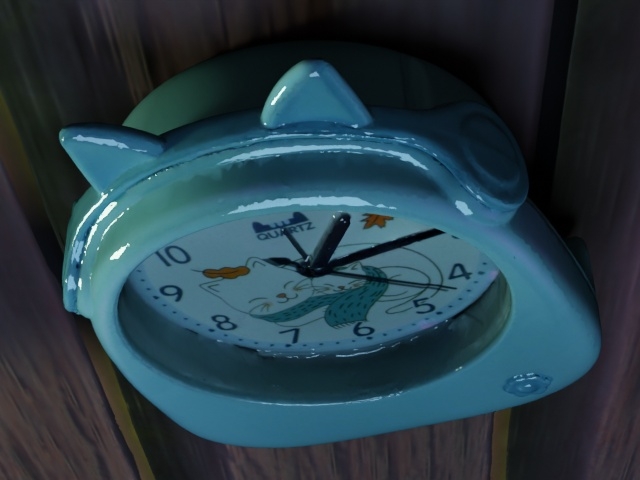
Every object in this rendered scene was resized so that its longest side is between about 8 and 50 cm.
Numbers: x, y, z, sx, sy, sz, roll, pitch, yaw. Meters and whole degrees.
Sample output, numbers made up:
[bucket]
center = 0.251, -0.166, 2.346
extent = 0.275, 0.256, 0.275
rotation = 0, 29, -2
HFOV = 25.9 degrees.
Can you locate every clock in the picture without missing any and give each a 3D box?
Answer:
[clock]
center = 0.000, 0.000, 0.641
extent = 0.223, 0.094, 0.274
rotation = -13, 145, 16
